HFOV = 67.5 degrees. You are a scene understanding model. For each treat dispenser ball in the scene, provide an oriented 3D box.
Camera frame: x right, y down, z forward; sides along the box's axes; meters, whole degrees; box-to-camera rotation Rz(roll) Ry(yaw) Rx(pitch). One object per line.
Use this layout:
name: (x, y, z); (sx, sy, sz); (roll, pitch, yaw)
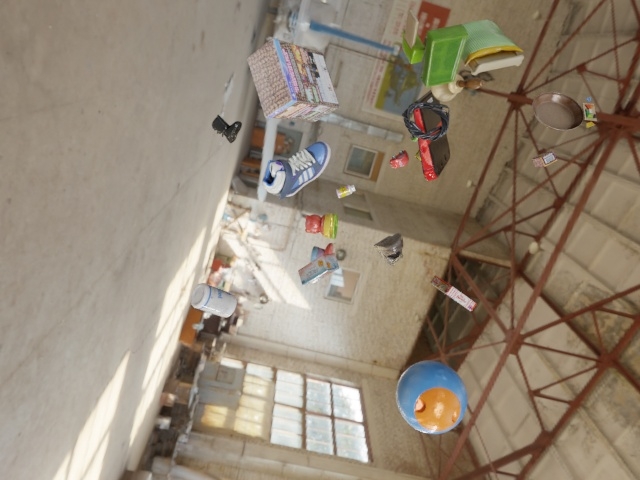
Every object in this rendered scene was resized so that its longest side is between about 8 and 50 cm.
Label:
treat dispenser ball: (0.458, 0.645, 1.982); (0.288, 0.287, 0.289); (-166, -90, -83)

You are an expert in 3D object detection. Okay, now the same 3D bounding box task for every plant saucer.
plant saucer: (0.918, -0.495, 1.867); (0.036, 0.198, 0.199); (94, 6, -62)

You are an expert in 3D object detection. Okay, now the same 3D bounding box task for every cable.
cable: (0.406, -0.465, 1.864); (0.047, 0.184, 0.151); (21, 80, -81)

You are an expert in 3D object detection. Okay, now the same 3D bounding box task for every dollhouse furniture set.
dollhouse furniture set: (0.399, -0.566, 1.307); (0.151, 0.301, 0.198); (86, -11, -58)

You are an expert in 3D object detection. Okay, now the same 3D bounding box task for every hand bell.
hand bell: (0.515, -0.570, 1.738); (0.242, 0.126, 0.126); (-138, -118, -67)

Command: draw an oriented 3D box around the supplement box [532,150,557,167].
supplement box: (0.897, -0.325, 1.920); (0.043, 0.054, 0.083); (62, 1, -5)

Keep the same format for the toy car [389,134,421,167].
toy car: (0.448, -0.443, 2.236); (0.053, 0.238, 0.225); (-128, -143, -48)

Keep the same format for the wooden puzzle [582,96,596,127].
wooden puzzle: (1.007, -0.480, 1.789); (0.014, 0.078, 0.117); (-18, -98, 61)

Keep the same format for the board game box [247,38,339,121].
board game box: (-0.094, -0.583, 1.782); (0.141, 0.290, 0.232); (-21, -96, 38)

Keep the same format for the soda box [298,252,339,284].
soda box: (-0.008, 0.106, 1.756); (0.183, 0.058, 0.063); (-35, -112, 51)

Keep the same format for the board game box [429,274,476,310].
board game box: (0.588, 0.234, 2.138); (0.045, 0.146, 0.193); (-55, -166, 3)

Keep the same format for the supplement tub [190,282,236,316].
supplement tub: (-0.289, 0.162, 1.299); (0.070, 0.107, 0.071); (-21, -124, 35)

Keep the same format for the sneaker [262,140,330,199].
sneaker: (-0.115, -0.323, 2.090); (0.322, 0.130, 0.236); (-43, 159, 16)

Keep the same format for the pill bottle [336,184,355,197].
pill bottle: (0.116, -0.227, 2.187); (0.043, 0.083, 0.044); (-20, 90, -85)

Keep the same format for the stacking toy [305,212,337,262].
stacking toy: (0.000, 0.000, 2.369); (0.279, 0.130, 0.309); (-52, 146, -74)

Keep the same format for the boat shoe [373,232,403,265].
boat shoe: (0.365, 0.048, 2.401); (0.132, 0.130, 0.355); (-32, -179, 0)

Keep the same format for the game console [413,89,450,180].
game console: (0.487, -0.468, 2.107); (0.386, 0.060, 0.342); (-48, 124, -56)

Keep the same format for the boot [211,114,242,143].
boot: (-0.349, -0.427, 1.778); (0.045, 0.099, 0.121); (-46, 180, -36)
